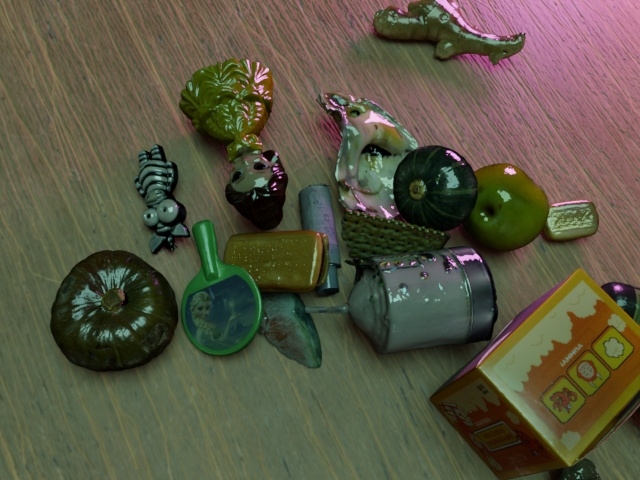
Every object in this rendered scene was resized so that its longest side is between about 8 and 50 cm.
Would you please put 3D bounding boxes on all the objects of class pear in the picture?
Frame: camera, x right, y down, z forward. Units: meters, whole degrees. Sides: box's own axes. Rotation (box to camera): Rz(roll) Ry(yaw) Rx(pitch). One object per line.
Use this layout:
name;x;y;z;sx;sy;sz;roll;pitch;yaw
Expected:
pear;0.369;-0.074;1.425;0.180;0.166;0.216;37;36;20

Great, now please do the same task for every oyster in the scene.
oyster;0.106;-0.158;1.446;0.275;0.100;0.271;14;66;-23

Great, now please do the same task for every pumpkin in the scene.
pumpkin;0.214;-0.095;1.344;0.125;0.167;0.167;11;59;-48
pumpkin;-0.353;0.123;1.237;0.219;0.162;0.218;4;64;-9

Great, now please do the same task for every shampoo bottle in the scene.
shampoo bottle;0.606;0.138;1.389;0.284;0.101;0.101;14;67;-2
shampoo bottle;0.000;0.000;1.384;0.072;0.072;0.214;-4;68;-9

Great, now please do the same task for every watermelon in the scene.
watermelon;-0.057;0.157;1.324;0.094;0.081;0.180;-46;73;5

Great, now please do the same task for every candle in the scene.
candle;0.142;0.112;1.291;0.330;0.187;0.187;-6;69;-12

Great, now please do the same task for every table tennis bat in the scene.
table tennis bat;-0.190;0.083;1.307;0.161;0.039;0.257;-20;73;15

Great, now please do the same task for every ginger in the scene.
ginger;0.288;-0.474;1.608;0.334;0.081;0.147;22;71;3

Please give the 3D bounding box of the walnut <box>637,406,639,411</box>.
walnut;0.677;0.273;1.297;0.245;0.198;0.198;17;67;-4

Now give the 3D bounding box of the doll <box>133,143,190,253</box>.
doll;-0.307;-0.082;1.376;0.091;0.067;0.219;-21;71;13

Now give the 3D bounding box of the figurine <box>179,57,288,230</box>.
figurine;-0.142;-0.175;1.344;0.188;0.168;0.315;-6;53;-20

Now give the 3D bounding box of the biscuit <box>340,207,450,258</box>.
biscuit;0.130;0.004;1.359;0.203;0.144;0.016;12;54;-5

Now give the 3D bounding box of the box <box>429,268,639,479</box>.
box;0.374;0.240;1.217;0.259;0.283;0.214;-40;77;-20

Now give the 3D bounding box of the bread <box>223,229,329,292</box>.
bread;-0.082;0.041;1.324;0.201;0.077;0.115;-3;81;22

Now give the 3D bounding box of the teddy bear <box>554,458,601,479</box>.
teddy bear;0.491;0.472;1.226;0.190;0.177;0.140;9;112;-3

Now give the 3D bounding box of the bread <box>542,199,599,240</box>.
bread;0.508;-0.041;1.473;0.115;0.056;0.082;-12;88;1
